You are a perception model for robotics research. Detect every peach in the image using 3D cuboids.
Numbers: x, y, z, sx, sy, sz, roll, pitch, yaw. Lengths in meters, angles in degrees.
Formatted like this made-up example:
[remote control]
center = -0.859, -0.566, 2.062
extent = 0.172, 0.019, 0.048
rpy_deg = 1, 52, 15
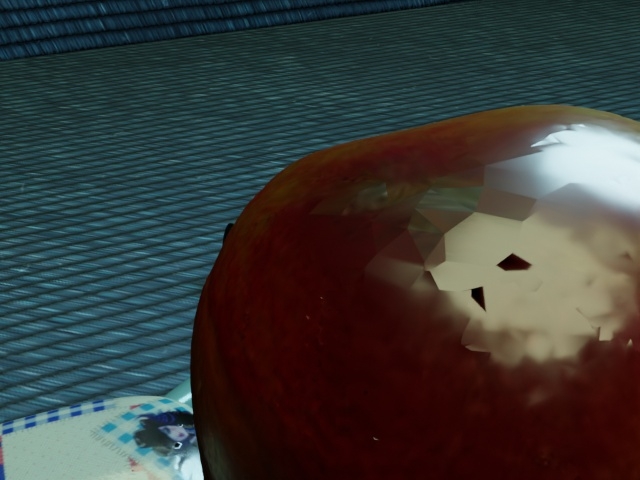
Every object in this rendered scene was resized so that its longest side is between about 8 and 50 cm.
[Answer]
[peach]
center = 0.078, 0.080, 0.469
extent = 0.245, 0.248, 0.274
rpy_deg = 35, 10, -47

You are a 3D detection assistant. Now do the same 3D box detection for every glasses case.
[glasses case]
center = -0.214, 0.172, 0.761
extent = 0.328, 0.076, 0.125
rpy_deg = -16, 34, -10

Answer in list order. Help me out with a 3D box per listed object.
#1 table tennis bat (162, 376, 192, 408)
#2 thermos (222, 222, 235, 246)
[table tennis bat]
center = -0.149, 0.155, 0.943
extent = 0.153, 0.040, 0.244
rpy_deg = 12, 26, 32
[thermos]
center = 0.000, 0.005, 1.335
extent = 0.188, 0.073, 0.083
rpy_deg = -7, 53, -22
